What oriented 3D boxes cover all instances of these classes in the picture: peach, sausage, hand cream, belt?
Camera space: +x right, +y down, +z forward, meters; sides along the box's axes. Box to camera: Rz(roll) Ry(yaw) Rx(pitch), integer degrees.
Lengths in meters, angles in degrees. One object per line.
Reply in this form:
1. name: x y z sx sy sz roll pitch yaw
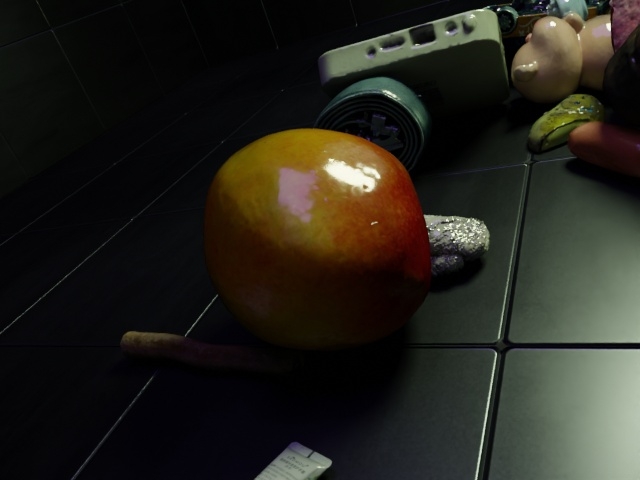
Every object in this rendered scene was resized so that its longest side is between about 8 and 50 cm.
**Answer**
1. peach: 0.000 0.000 0.756 0.308 0.307 0.332 -33 42 -23
2. sausage: 0.483 -0.151 0.926 0.077 0.077 0.194 -25 26 -9
3. hand cream: -0.072 0.277 0.565 0.195 0.042 0.067 -34 21 -35
4. belt: 0.094 -0.213 1.165 0.268 0.206 0.116 -19 25 36

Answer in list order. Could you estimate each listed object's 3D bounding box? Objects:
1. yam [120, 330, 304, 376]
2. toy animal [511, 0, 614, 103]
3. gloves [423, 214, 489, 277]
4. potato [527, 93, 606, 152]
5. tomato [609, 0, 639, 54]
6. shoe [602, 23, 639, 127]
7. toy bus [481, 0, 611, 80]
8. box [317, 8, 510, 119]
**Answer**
1. yam: -0.167 0.164 0.829 0.327 0.045 0.045 -1 1 31
2. toy animal: 0.541 -0.387 1.215 0.221 0.229 0.210 32 12 10
3. gloves: 0.173 0.005 0.853 0.153 0.070 0.114 3 35 36
4. potato: 0.478 -0.238 1.113 0.198 0.054 0.119 -29 31 -16
5. tomato: 0.672 -0.417 1.039 0.290 0.334 0.176 -10 4 16
6. shoe: 0.608 -0.324 0.881 0.384 0.237 0.171 -40 76 -21
7. toy bus: 0.542 -0.500 1.398 0.324 0.194 0.162 9 40 39
8. box: 0.219 -0.359 1.259 0.368 0.090 0.373 -10 -11 20
